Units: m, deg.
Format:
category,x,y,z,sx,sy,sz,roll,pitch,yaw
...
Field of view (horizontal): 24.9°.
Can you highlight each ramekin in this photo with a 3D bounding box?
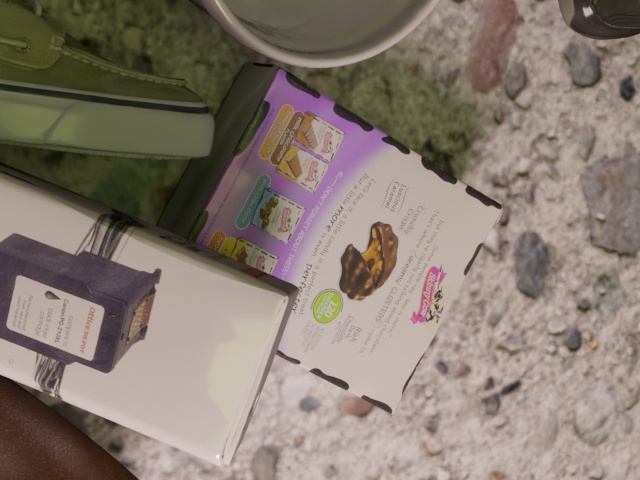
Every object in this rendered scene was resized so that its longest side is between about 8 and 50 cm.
category,x,y,z,sx,sy,sz,roll,pitch,yaw
ramekin,-0.014,-0.217,0.887,0.207,0.109,0.207,-14,116,-30

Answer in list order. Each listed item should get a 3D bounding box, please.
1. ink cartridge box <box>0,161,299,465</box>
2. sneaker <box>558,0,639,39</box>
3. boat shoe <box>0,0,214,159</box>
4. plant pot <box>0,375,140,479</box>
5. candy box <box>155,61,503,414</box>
category,x,y,z,sx,sy,sz,roll,pitch,yaw
ink cartridge box,-0.137,0.028,0.815,0.237,0.172,0.100,23,90,1
sneaker,0.297,-0.212,1.049,0.267,0.106,0.101,-20,110,-18
boat shoe,-0.202,-0.106,0.847,0.302,0.109,0.094,8,92,-23
plant pot,-0.230,0.154,0.845,0.215,0.215,0.230,-41,99,-12
candy box,0.000,0.000,0.976,0.196,0.070,0.165,30,87,-25
